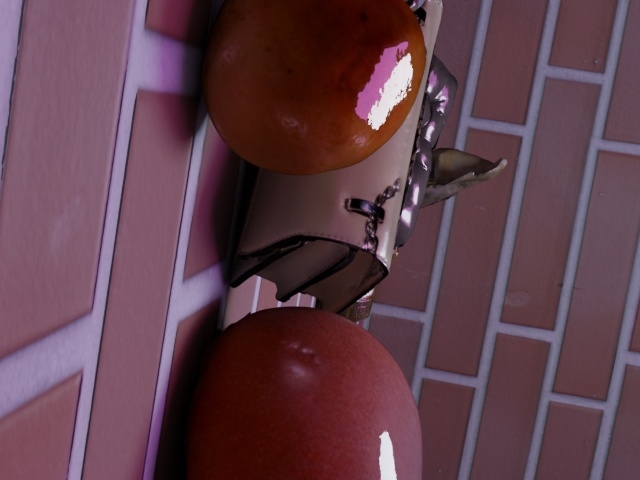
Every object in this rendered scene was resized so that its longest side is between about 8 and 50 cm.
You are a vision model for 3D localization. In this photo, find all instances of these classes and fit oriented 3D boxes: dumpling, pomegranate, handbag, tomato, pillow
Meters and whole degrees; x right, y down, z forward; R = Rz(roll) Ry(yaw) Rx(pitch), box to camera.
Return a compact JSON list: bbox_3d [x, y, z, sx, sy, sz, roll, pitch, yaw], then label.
[{"bbox_3d":[0.175,-0.102,1.988,0.166,0.332,0.086,1,66,-58],"label":"dumpling"},{"bbox_3d":[-0.004,-0.162,0.975,0.209,0.209,0.209,10,90,-83],"label":"pomegranate"},{"bbox_3d":[0.023,-0.112,1.248,0.237,0.160,0.358,-35,-143,59],"label":"handbag"},{"bbox_3d":[-0.012,0.247,1.210,0.341,0.273,0.341,11,90,-80],"label":"tomato"},{"bbox_3d":[0.103,-0.168,1.602,0.228,0.101,0.326,43,56,-47],"label":"pillow"}]

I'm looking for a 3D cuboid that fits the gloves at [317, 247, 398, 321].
[{"bbox_3d":[0.087,0.010,2.195,0.141,0.154,0.331,-54,161,-79],"label":"gloves"}]

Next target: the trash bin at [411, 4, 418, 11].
[{"bbox_3d":[0.132,-0.385,2.121,0.247,0.121,0.243,60,41,-74],"label":"trash bin"}]
